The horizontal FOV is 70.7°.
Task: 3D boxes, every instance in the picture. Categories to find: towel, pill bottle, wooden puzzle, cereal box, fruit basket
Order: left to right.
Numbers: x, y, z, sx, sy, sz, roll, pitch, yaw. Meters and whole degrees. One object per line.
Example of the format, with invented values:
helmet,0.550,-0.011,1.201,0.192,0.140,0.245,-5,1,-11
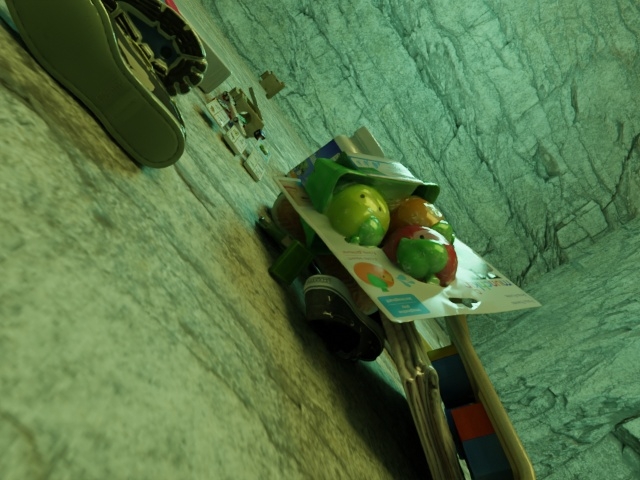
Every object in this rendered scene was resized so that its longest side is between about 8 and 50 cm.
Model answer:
pill bottle,0.048,-0.215,1.337,0.152,0.272,0.152,53,9,-12
fruit basket,0.133,-0.010,0.715,0.327,0.165,0.353,2,27,-35
cereal box,0.311,0.287,1.572,0.173,0.047,0.240,51,10,-23
towel,0.158,0.236,0.714,0.331,0.054,0.316,-93,165,-70
wooden puzzle,0.240,0.301,0.684,0.347,0.081,0.322,-91,162,-56

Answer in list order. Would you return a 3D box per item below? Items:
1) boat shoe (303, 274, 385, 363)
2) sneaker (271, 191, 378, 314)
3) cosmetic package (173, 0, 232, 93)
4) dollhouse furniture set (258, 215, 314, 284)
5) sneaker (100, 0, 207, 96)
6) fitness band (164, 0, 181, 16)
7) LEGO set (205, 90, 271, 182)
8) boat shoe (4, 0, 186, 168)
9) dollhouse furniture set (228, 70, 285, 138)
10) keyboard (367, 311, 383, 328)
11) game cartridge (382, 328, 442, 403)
boat shoe,0.037,0.138,0.656,0.228,0.080,0.076,60,31,-47
sneaker,0.024,0.013,0.914,0.302,0.108,0.121,51,14,-11
cosmetic package,-0.305,-0.449,0.992,0.231,0.086,0.117,43,15,-44
dollhouse furniture set,-0.065,0.018,0.712,0.076,0.058,0.152,42,-5,-27
sneaker,-0.297,-0.343,0.613,0.330,0.130,0.147,53,-6,-29
fitness band,-0.347,-0.449,0.759,0.291,0.054,0.208,48,21,-34
LEGO set,-0.185,-0.238,1.011,0.182,0.060,0.244,55,17,-22
boat shoe,-0.222,-0.178,0.463,0.227,0.081,0.068,58,4,-25
dollhouse furniture set,-0.161,-0.376,1.203,0.101,0.161,0.181,50,11,-30
keyboard,0.099,0.096,0.994,0.100,0.038,0.191,4,-66,63
game cartridge,0.201,0.255,1.123,0.294,0.060,0.196,56,5,6
